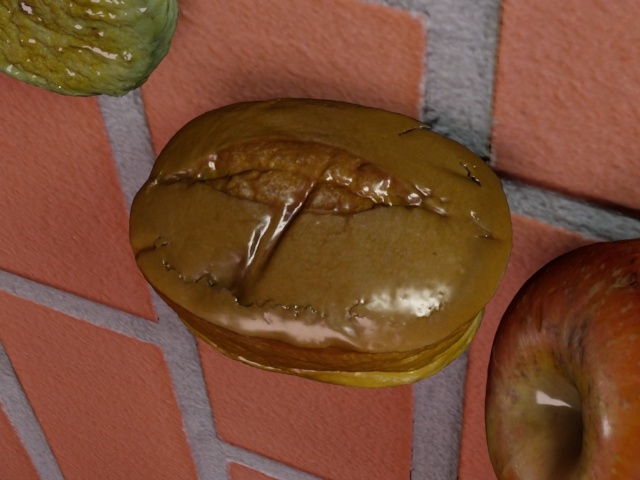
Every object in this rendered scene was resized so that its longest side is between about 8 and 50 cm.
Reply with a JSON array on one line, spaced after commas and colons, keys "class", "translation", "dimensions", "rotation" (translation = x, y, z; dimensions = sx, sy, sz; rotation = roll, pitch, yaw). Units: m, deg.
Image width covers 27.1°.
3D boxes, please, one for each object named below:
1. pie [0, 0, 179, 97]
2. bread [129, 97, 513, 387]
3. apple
[{"class": "pie", "translation": [-0.220, -0.209, 0.926], "dimensions": [0.277, 0.078, 0.277], "rotation": [17, 151, 10]}, {"class": "bread", "translation": [0.000, 0.000, 0.946], "dimensions": [0.269, 0.195, 0.143], "rotation": [14, 153, 12]}, {"class": "apple", "translation": [0.237, 0.123, 0.901], "dimensions": [0.206, 0.251, 0.272], "rotation": [5, 143, -21]}]
